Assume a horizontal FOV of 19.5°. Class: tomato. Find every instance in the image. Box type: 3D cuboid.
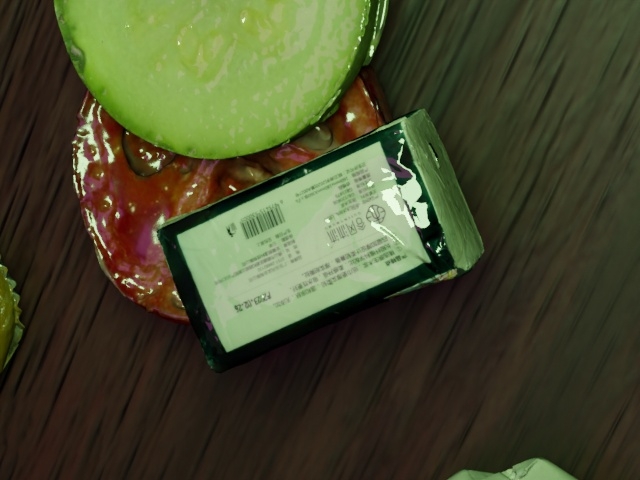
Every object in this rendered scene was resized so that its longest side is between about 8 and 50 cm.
[{"bbox_3d":[-0.043,-0.054,1.222,0.228,0.101,0.228,1,92,17],"label":"tomato"}]

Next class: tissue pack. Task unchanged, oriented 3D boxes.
[{"bbox_3d":[0.001,0.000,1.110,0.170,0.090,0.103,-23,87,18],"label":"tissue pack"}]

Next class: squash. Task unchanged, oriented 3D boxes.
[{"bbox_3d":[-0.065,-0.157,1.158,0.219,0.041,0.219,0,90,18],"label":"squash"}]

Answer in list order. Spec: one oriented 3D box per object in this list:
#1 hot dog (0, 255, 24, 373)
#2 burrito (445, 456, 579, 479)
[{"bbox_3d":[-0.322,0.093,1.362,0.163,0.082,0.270,37,111,13],"label":"hot dog"},{"bbox_3d":[0.241,0.292,1.171,0.445,0.101,0.139,38,105,13],"label":"burrito"}]
